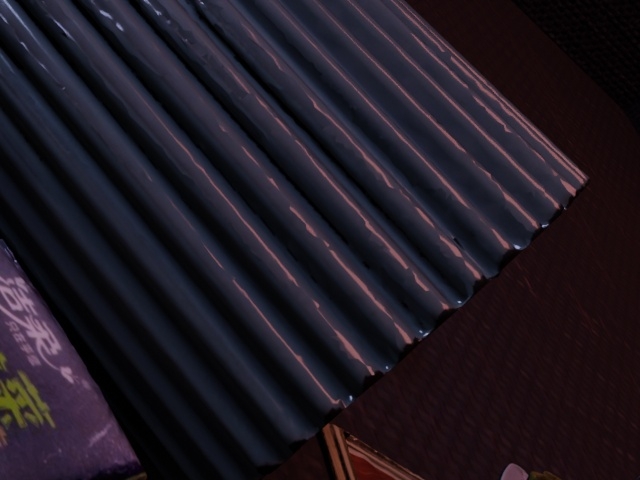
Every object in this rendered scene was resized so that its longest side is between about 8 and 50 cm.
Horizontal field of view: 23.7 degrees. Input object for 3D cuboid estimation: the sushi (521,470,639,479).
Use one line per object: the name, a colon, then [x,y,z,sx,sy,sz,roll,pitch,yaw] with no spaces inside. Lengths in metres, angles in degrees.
sushi: [0.277,0.268,1.149,0.291,0.131,0.139,27,21,7]

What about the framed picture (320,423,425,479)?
framed picture: [0.097,0.263,1.070,0.216,0.016,0.273,35,25,-41]

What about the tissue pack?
tissue pack: [-0.190,0.069,0.655,0.173,0.073,0.235,56,18,12]

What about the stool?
stool: [-0.067,-0.057,0.856,0.330,0.297,0.297,50,18,3]

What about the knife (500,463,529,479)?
knife: [0.184,0.285,1.232,0.081,0.043,0.336,33,19,-26]
